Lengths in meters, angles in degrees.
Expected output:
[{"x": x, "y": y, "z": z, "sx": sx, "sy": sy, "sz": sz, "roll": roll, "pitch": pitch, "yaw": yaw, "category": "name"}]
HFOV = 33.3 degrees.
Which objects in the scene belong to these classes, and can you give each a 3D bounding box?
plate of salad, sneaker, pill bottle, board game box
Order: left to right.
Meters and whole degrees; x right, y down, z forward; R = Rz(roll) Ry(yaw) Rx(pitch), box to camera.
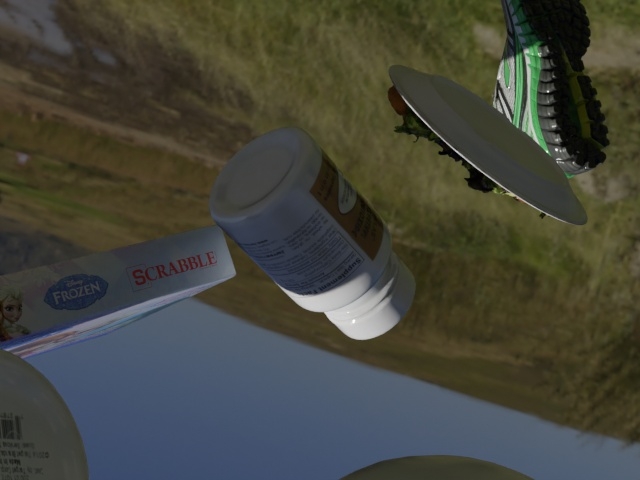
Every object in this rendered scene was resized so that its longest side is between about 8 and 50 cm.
[{"x": -0.308, "y": 0.083, "z": 1.182, "sx": 0.318, "sy": 0.066, "sz": 0.318, "roll": -16, "pitch": 174, "yaw": -41, "category": "board game box"}, {"x": 0.000, "y": 0.000, "z": 1.129, "sx": 0.131, "sy": 0.131, "sz": 0.229, "roll": 14, "pitch": 153, "yaw": 51, "category": "pill bottle"}, {"x": 0.130, "y": -0.072, "z": 0.861, "sx": 0.199, "sy": 0.048, "sz": 0.200, "roll": 33, "pitch": -160, "yaw": -14, "category": "plate of salad"}, {"x": 0.286, "y": -0.240, "z": 1.485, "sx": 0.134, "sy": 0.344, "sz": 0.146, "roll": 9, "pitch": 158, "yaw": -34, "category": "sneaker"}]

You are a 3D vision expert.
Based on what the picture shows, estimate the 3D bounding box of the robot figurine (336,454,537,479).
[{"x": 0.016, "y": 0.227, "z": 0.461, "sx": 0.199, "sy": 0.353, "sz": 0.300, "roll": 38, "pitch": -148, "yaw": -9, "category": "robot figurine"}]

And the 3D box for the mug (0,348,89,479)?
[{"x": -0.375, "y": 0.190, "z": 0.759, "sx": 0.328, "sy": 0.276, "sz": 0.374, "roll": -22, "pitch": 145, "yaw": 23, "category": "mug"}]
